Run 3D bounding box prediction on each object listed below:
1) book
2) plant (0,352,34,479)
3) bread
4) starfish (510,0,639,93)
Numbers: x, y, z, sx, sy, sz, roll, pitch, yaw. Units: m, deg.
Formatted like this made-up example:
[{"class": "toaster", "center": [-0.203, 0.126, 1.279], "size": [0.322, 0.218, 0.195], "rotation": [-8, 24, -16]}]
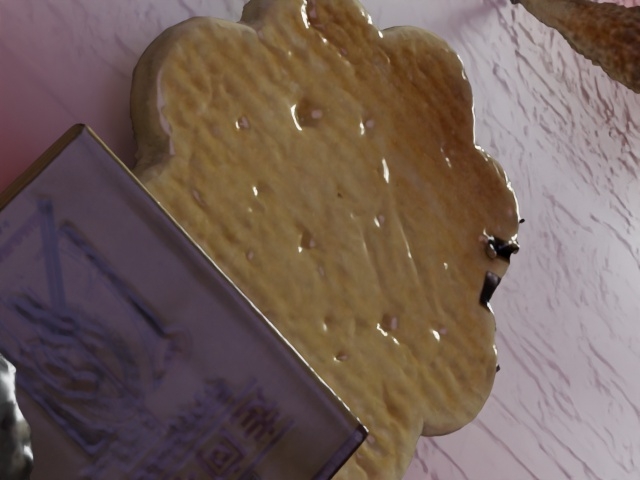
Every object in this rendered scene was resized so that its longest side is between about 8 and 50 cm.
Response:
[{"class": "book", "center": [-0.101, 0.077, 1.002], "size": [0.161, 0.026, 0.231], "rotation": [-47, 108, -15]}, {"class": "plant", "center": [-0.280, 0.116, 0.789], "size": [0.320, 0.181, 0.194], "rotation": [-22, 97, -46]}, {"class": "bread", "center": [0.000, 0.000, 1.135], "size": [0.316, 0.054, 0.316], "rotation": [7, 79, -41]}, {"class": "starfish", "center": [0.311, -0.107, 1.391], "size": [0.398, 0.132, 0.384], "rotation": [32, 58, -37]}]
